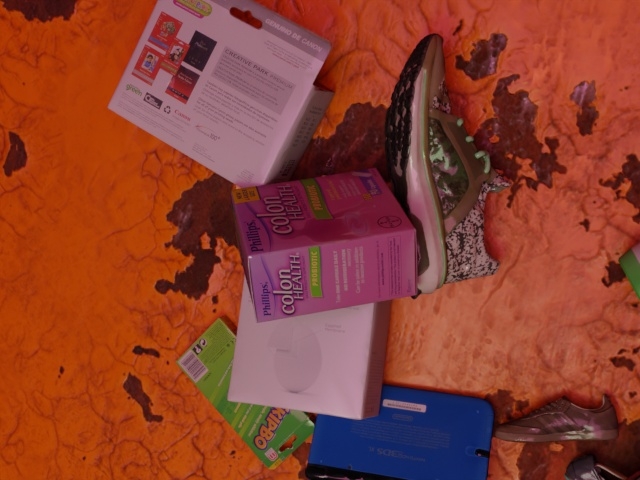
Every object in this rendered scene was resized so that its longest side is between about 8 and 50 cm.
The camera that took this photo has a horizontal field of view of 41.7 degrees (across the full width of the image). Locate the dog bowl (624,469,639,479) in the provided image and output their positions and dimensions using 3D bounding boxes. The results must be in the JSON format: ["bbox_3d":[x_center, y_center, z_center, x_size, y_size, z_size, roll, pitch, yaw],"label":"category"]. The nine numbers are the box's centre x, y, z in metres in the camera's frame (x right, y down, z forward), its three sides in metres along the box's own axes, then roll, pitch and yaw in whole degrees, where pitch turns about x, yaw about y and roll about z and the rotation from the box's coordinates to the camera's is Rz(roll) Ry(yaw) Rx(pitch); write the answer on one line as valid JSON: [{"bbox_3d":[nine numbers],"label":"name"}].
[{"bbox_3d":[0.559,0.487,1.187,0.407,0.150,0.408,0,96,0],"label":"dog bowl"}]

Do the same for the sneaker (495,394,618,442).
[{"bbox_3d":[0.370,0.282,1.328,0.188,0.066,0.071,-4,76,12],"label":"sneaker"}]

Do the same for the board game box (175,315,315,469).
[{"bbox_3d":[-0.129,0.269,1.479,0.124,0.039,0.259,-45,79,15],"label":"board game box"}]

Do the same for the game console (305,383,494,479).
[{"bbox_3d":[0.137,0.391,1.415,0.293,0.173,0.250,6,65,16],"label":"game console"}]

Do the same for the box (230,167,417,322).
[{"bbox_3d":[0.000,0.000,1.270,0.242,0.213,0.117,-10,121,-7],"label":"box"}]

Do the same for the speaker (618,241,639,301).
[{"bbox_3d":[0.590,0.008,1.200,0.296,0.131,0.131,-28,86,17],"label":"speaker"}]

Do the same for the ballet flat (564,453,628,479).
[{"bbox_3d":[0.472,0.411,1.296,0.203,0.074,0.074,45,105,11],"label":"ballet flat"}]

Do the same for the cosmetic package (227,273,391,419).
[{"bbox_3d":[-0.012,0.161,1.363,0.224,0.138,0.225,5,83,16],"label":"cosmetic package"}]

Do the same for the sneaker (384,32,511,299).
[{"bbox_3d":[0.205,-0.116,1.323,0.182,0.158,0.411,-2,93,-11],"label":"sneaker"}]

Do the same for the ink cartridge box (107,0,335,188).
[{"bbox_3d":[-0.148,-0.263,1.394,0.309,0.130,0.272,31,102,11],"label":"ink cartridge box"}]
